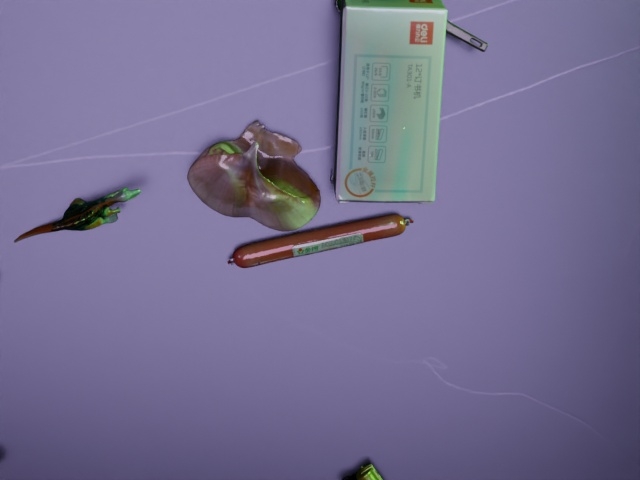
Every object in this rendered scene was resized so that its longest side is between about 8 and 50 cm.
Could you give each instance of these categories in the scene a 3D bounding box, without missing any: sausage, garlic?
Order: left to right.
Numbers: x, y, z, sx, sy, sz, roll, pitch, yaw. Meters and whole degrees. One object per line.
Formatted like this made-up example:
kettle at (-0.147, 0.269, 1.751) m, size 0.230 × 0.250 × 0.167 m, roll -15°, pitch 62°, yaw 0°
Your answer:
garlic at (-0.081, -0.076, 1.853) m, size 0.174 × 0.099 × 0.124 m, roll 27°, pitch 110°, yaw -7°
sausage at (0.000, 0.000, 1.895) m, size 0.253 × 0.034 × 0.034 m, roll -12°, pitch 98°, yaw -1°

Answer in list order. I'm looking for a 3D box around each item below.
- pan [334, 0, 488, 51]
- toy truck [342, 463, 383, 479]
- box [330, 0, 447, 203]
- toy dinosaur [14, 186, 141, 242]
pan at (0.107, -0.292, 1.854) m, size 0.128 × 0.048 × 0.202 m, roll -37°, pitch 96°, yaw 4°
toy truck at (0.071, 0.351, 1.939) m, size 0.054 × 0.049 × 0.083 m, roll -36°, pitch 97°, yaw 1°
box at (0.084, -0.178, 1.822) m, size 0.135 × 0.079 × 0.269 m, roll 1°, pitch 113°, yaw -2°
toy dinosaur at (-0.315, -0.028, 1.838) m, size 0.187 × 0.106 × 0.044 m, roll -16°, pitch 98°, yaw -1°
